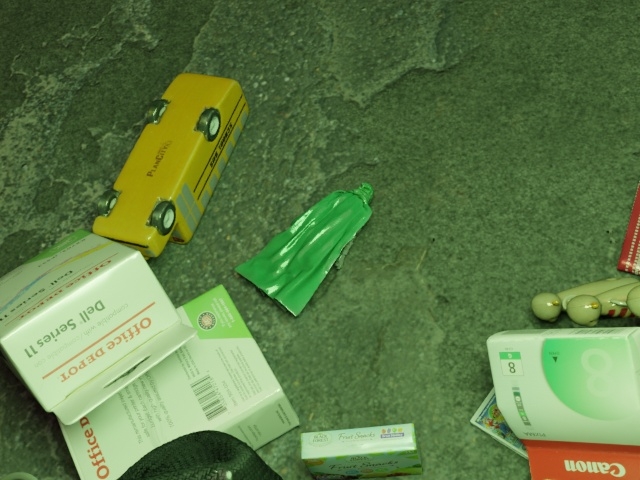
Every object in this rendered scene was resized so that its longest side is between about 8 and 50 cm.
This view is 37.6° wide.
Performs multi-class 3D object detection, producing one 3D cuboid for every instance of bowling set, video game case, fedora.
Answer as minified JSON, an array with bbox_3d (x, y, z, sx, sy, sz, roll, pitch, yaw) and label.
[{"bbox_3d":[0.383,0.140,1.140,0.154,0.287,0.199,-9,84,-9],"label":"bowling set"},{"bbox_3d":[0.268,0.233,1.212,0.122,0.011,0.087,30,69,27],"label":"video game case"},{"bbox_3d":[-0.146,0.312,1.060,0.334,0.334,0.152,-23,95,-3],"label":"fedora"}]

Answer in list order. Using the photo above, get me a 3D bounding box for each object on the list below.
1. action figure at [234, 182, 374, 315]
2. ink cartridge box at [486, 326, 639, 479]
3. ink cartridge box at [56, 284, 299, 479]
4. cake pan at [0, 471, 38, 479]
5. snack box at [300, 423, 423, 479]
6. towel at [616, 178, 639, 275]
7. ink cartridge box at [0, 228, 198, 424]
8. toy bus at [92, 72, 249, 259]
[{"bbox_3d":[0.000,0.000,1.386,0.137,0.063,0.232,36,75,31],"label":"action figure"},{"bbox_3d":[0.295,0.213,1.078,0.181,0.056,0.224,-8,93,43],"label":"ink cartridge box"},{"bbox_3d":[-0.198,0.218,1.259,0.273,0.114,0.198,-29,56,-7],"label":"ink cartridge box"},{"bbox_3d":[-0.382,0.429,1.124,0.293,0.054,0.293,-29,47,36],"label":"cake pan"},{"bbox_3d":[0.054,0.268,1.182,0.141,0.100,0.037,-7,57,8],"label":"snack box"},{"bbox_3d":[0.569,-0.012,1.291,0.275,0.031,0.198,13,64,21],"label":"towel"},{"bbox_3d":[-0.325,0.099,1.240,0.207,0.119,0.353,-35,22,-21],"label":"ink cartridge box"},{"bbox_3d":[-0.227,-0.114,1.468,0.108,0.130,0.332,12,61,18],"label":"toy bus"}]
